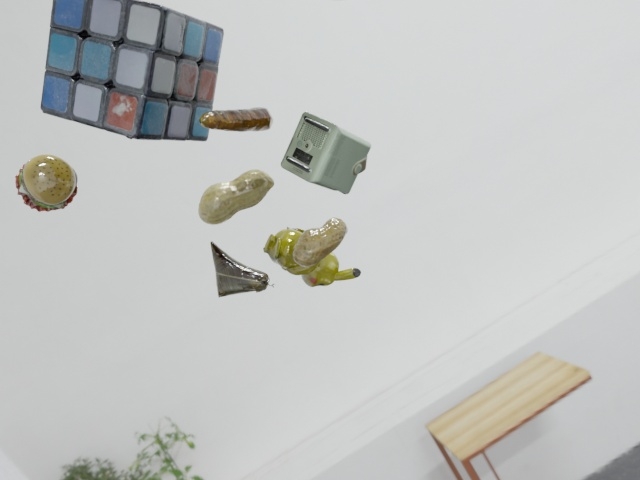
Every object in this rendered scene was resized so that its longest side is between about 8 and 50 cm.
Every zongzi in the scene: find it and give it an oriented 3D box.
[{"bbox_3d":[-0.255,0.081,1.879,0.187,0.184,0.084,-8,4,12],"label":"zongzi"}]

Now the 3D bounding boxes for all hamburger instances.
[{"bbox_3d":[-0.786,-0.174,1.701,0.175,0.175,0.137,-36,11,-32],"label":"hamburger"}]

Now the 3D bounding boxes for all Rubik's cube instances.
[{"bbox_3d":[-0.521,-0.481,1.655,0.361,0.359,0.363,14,11,15],"label":"Rubik's cube"}]

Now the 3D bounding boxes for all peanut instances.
[{"bbox_3d":[0.000,0.000,1.880,0.226,0.108,0.095,-35,-8,-28],"label":"peanut"},{"bbox_3d":[-0.265,-0.142,1.798,0.256,0.124,0.123,-32,7,-19],"label":"peanut"}]

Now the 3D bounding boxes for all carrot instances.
[{"bbox_3d":[-0.211,-0.311,1.499,0.066,0.066,0.314,-27,-2,27],"label":"carrot"}]

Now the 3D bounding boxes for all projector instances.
[{"bbox_3d":[0.025,-0.247,1.704,0.242,0.163,0.177,8,-70,-58],"label":"projector"}]

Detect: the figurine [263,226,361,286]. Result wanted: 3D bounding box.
[{"bbox_3d":[-0.044,0.065,2.128,0.169,0.326,0.218,-56,26,-2],"label":"figurine"}]
